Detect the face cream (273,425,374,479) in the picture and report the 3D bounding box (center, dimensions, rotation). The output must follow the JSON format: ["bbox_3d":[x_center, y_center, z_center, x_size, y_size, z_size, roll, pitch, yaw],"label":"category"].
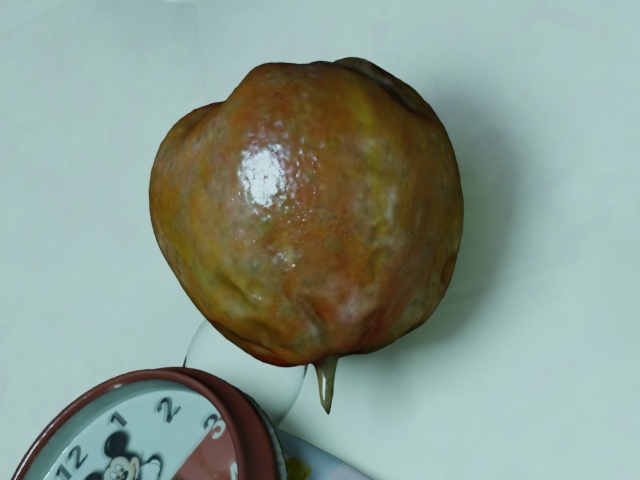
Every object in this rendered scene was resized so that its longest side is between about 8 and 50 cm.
[{"bbox_3d":[-0.034,0.218,1.314,0.198,0.057,0.084,23,88,36],"label":"face cream"}]

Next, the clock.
[{"bbox_3d":[-0.163,0.261,1.291,0.318,0.080,0.318,-19,53,28],"label":"clock"}]

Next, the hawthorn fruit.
[{"bbox_3d":[0.000,0.000,1.251,0.277,0.277,0.298,-13,78,28],"label":"hawthorn fruit"}]
